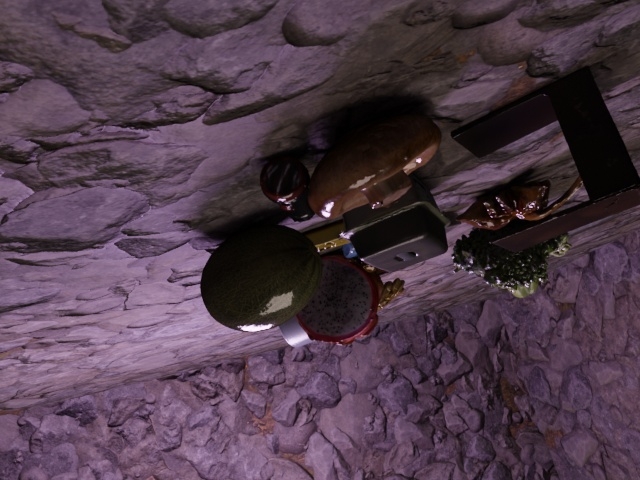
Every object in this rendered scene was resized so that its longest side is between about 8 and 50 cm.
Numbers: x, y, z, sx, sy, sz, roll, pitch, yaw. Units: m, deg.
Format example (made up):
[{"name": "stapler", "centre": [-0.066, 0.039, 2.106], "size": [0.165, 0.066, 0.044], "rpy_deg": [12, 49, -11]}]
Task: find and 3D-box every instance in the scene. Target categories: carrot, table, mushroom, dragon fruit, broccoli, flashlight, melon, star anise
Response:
[{"name": "carrot", "centre": [0.211, 0.074, 2.159], "size": [0.228, 0.069, 0.069], "rpy_deg": [-2, 159, -44]}, {"name": "table", "centre": [0.451, -0.144, 1.272], "size": [0.282, 0.251, 0.196], "rpy_deg": [-25, 163, 26]}, {"name": "mushroom", "centre": [0.094, -0.130, 1.152], "size": [0.278, 0.146, 0.278], "rpy_deg": [-32, 173, -4]}, {"name": "dragon fruit", "centre": [0.060, 0.189, 2.000], "size": [0.290, 0.291, 0.189], "rpy_deg": [-20, 169, 14]}, {"name": "broccoli", "centre": [0.582, 0.029, 1.981], "size": [0.334, 0.324, 0.272], "rpy_deg": [-35, 149, -18]}, {"name": "flashlight", "centre": [-0.055, -0.089, 1.253], "size": [0.093, 0.093, 0.232], "rpy_deg": [-17, 165, 2]}, {"name": "melon", "centre": [-0.135, 0.086, 1.500], "size": [0.301, 0.238, 0.237], "rpy_deg": [-26, 162, 27]}, {"name": "star anise", "centre": [0.553, -0.096, 1.804], "size": [0.349, 0.109, 0.292], "rpy_deg": [-18, 176, 8]}]

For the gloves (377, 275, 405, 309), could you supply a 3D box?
[{"name": "gloves", "centre": [0.167, 0.211, 2.411], "size": [0.331, 0.141, 0.154], "rpy_deg": [-3, -177, -19]}]

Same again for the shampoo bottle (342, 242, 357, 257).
[{"name": "shampoo bottle", "centre": [0.194, -0.008, 1.841], "size": [0.258, 0.061, 0.104], "rpy_deg": [-13, 166, -14]}]

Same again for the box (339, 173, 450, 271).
[{"name": "box", "centre": [0.182, -0.036, 1.529], "size": [0.220, 0.166, 0.290], "rpy_deg": [-21, 163, 19]}]

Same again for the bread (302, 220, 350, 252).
[{"name": "bread", "centre": [0.000, 0.000, 1.692], "size": [0.226, 0.049, 0.088], "rpy_deg": [-19, 165, 11]}]

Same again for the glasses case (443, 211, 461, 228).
[{"name": "glasses case", "centre": [0.333, -0.026, 1.948], "size": [0.070, 0.047, 0.205], "rpy_deg": [-12, 164, -32]}]

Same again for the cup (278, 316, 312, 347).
[{"name": "cup", "centre": [0.018, 0.226, 2.212], "size": [0.312, 0.206, 0.205], "rpy_deg": [-21, 164, 17]}]

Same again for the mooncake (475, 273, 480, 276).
[{"name": "mooncake", "centre": [0.668, 0.041, 2.361], "size": [0.244, 0.133, 0.245], "rpy_deg": [-15, 165, -4]}]
